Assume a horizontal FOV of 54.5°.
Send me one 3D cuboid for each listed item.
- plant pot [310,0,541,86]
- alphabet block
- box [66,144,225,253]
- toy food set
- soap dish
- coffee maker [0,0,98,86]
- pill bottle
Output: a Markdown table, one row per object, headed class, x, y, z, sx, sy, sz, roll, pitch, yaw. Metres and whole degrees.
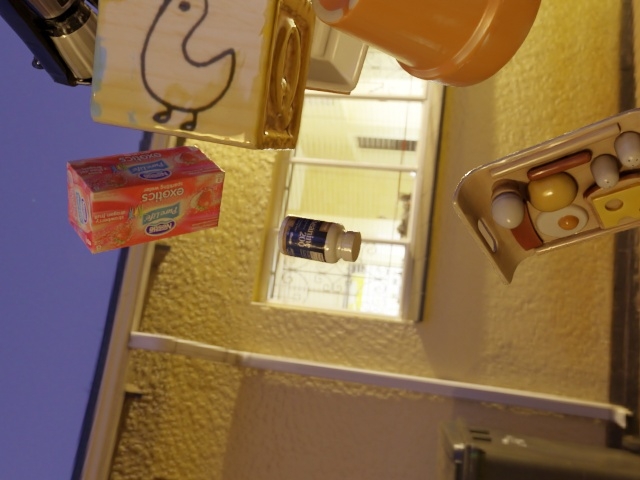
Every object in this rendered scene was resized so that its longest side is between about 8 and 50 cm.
| class | x | y | z | sx | sy | sz | roll | pitch | yaw |
| --- | --- | --- | --- | --- | --- | --- | --- | --- | --- |
| plant pot | 0.099 | -0.281 | 0.669 | 0.205 | 0.188 | 0.205 | 0 | 90 | 58 |
| alphabet block | -0.129 | -0.213 | 0.735 | 0.193 | 0.197 | 0.192 | -40 | -41 | -74 |
| box | -0.376 | -0.095 | 1.349 | 0.300 | 0.142 | 0.154 | -14 | -49 | -37 |
| toy food set | 0.380 | -0.045 | 0.920 | 0.219 | 0.306 | 0.092 | 48 | -144 | -34 |
| soap dish | -0.035 | -0.424 | 1.248 | 0.118 | 0.291 | 0.228 | 45 | 127 | 45 |
| coffee maker | -0.396 | -0.317 | 0.893 | 0.178 | 0.171 | 0.120 | 65 | -158 | -56 |
| pill bottle | 0.000 | 0.000 | 0.972 | 0.067 | 0.120 | 0.067 | 10 | -90 | -71 |
